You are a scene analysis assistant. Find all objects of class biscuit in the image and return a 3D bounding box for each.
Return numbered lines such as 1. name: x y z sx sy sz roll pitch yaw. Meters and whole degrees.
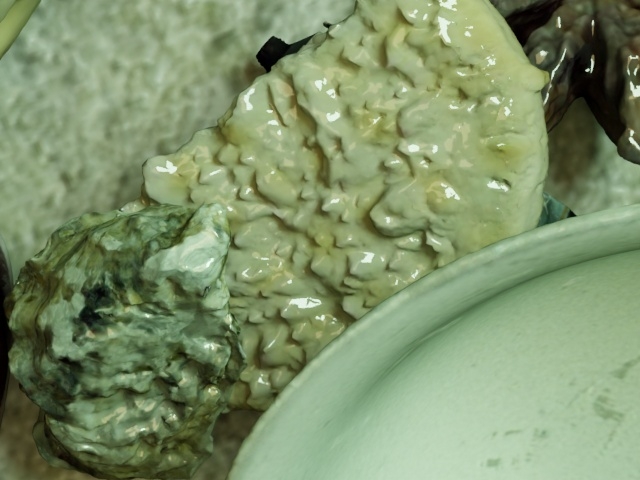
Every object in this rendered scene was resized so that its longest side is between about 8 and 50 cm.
1. biscuit: 0.000 0.000 0.600 0.281 0.084 0.179 -36 103 23

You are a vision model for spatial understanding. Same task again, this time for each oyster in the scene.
1. oyster: -0.094 0.051 0.563 0.125 0.064 0.177 10 123 6

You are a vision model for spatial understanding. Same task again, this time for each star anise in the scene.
1. star anise: 0.146 -0.115 0.618 0.212 0.073 0.197 -14 73 -3

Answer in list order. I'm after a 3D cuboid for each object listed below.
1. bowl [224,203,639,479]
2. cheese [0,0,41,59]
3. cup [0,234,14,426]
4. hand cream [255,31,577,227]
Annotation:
1. bowl: 0.176 0.141 0.554 0.435 0.196 0.435 4 115 9
2. cheese: -0.238 -0.131 0.589 0.173 0.251 0.248 39 127 -15
3. cup: -0.301 0.093 0.583 0.273 0.288 0.208 11 56 -1
4. hand cream: 0.067 -0.031 0.651 0.248 0.052 0.075 36 114 -8
